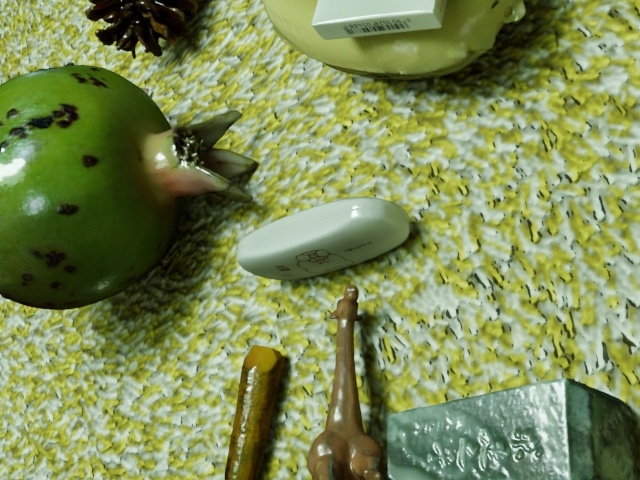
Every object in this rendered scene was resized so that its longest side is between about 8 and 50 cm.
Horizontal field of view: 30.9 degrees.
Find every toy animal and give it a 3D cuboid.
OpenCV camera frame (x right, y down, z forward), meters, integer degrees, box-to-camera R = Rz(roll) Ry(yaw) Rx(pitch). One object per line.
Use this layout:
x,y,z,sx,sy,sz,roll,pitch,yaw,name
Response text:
0.022,0.167,1.001,0.229,0.066,0.224,-102,17,-78,toy animal

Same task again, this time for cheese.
0.080,-0.263,1.113,0.259,0.128,0.316,-53,47,11,cheese

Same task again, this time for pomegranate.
-0.257,-0.072,1.263,0.323,0.291,0.291,-21,59,38,pomegranate

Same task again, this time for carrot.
-0.070,0.188,1.132,0.042,0.042,0.170,1,76,46,carrot

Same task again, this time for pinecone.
-0.218,-0.302,1.411,0.163,0.163,0.165,-10,67,43,pinecone

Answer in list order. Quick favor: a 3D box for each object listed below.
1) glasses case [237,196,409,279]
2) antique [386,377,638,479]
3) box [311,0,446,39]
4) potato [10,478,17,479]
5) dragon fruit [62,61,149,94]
0.000,0.000,1.115,0.193,0.074,0.049,-17,61,40,glasses case
0.147,0.166,0.883,0.183,0.086,0.088,-20,60,39,antique
0.070,-0.284,1.035,0.122,0.032,0.220,0,66,32,box
-0.357,0.324,1.336,0.122,0.086,0.061,-21,45,40,potato
-0.304,-0.177,1.490,0.147,0.096,0.102,24,87,46,dragon fruit
